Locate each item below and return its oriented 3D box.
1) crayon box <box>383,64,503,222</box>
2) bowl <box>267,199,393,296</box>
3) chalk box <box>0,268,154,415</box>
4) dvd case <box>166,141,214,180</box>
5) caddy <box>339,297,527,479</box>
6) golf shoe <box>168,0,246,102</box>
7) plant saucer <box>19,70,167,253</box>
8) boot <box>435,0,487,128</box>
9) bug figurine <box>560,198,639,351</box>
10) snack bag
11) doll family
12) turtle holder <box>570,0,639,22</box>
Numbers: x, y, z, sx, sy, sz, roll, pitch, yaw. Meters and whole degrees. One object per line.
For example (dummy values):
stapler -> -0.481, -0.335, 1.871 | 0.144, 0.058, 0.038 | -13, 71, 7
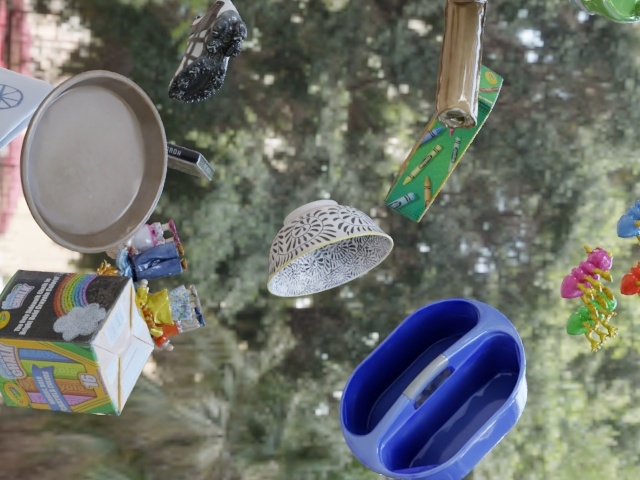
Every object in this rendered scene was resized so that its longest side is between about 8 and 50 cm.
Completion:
crayon box -> 0.231, -0.187, 2.209 | 0.278, 0.081, 0.165 | -59, 180, 31
bowl -> 0.000, 0.000, 1.505 | 0.080, 0.170, 0.170 | 69, -26, 21
chalk box -> -0.468, 0.173, 2.040 | 0.180, 0.289, 0.179 | -67, 153, -47
dvd case -> -0.312, -0.174, 2.362 | 0.238, 0.179, 0.029 | 75, 33, -84
caddy -> 0.193, 0.256, 1.970 | 0.241, 0.341, 0.179 | 40, -9, 32
golf shoe -> -0.182, -0.302, 1.874 | 0.198, 0.077, 0.093 | -45, -135, 37
plant saucer -> -0.346, -0.119, 1.782 | 0.041, 0.278, 0.277 | 10, -80, 38
boot -> 0.229, -0.338, 1.910 | 0.236, 0.089, 0.269 | 27, 69, -69
bug figurine -> 0.429, 0.039, 1.681 | 0.072, 0.216, 0.279 | 43, -11, 30
snack bag -> -0.680, -0.244, 2.048 | 0.323, 0.343, 0.037 | -63, 170, -54
doll family -> -0.320, 0.078, 2.162 | 0.118, 0.163, 0.262 | 134, -61, -80
turtle holder -> 0.427, -0.476, 1.820 | 0.227, 0.320, 0.243 | 32, -68, 44
